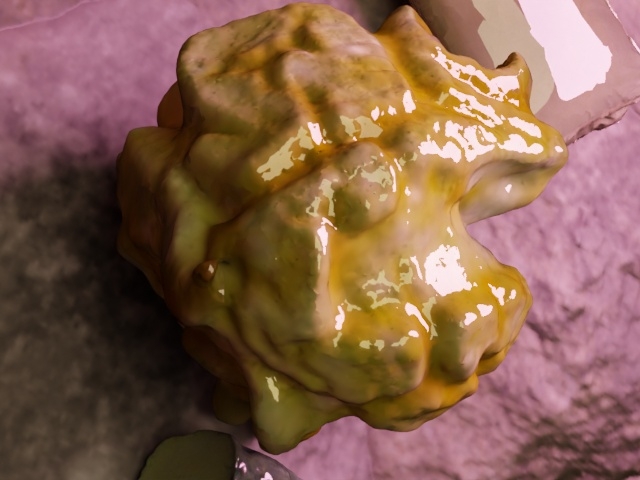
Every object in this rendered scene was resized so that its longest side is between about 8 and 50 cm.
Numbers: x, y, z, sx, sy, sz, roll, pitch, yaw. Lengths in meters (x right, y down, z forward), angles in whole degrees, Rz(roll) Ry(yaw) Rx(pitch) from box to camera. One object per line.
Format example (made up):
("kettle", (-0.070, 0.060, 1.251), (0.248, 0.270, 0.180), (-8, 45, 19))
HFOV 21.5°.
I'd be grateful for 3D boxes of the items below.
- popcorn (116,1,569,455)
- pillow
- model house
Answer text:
("popcorn", (0.001, 0.000, 0.705), (0.167, 0.185, 0.187), (9, 69, -26))
("pillow", (0.092, -0.135, 0.857), (0.119, 0.053, 0.208), (-30, 93, -34))
("model house", (-0.037, 0.134, 0.729), (0.083, 0.066, 0.079), (39, 50, -39))
